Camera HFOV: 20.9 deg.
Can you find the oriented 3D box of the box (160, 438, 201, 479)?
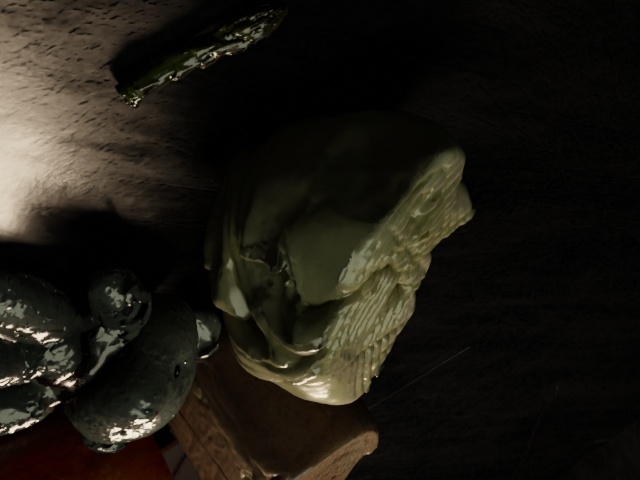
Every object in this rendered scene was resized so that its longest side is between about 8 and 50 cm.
[{"bbox_3d":[-0.168,0.488,2.380,0.318,0.348,0.257,-33,157,7],"label":"box"}]

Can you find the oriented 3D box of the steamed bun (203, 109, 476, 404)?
[{"bbox_3d":[0.000,0.000,1.736,0.320,0.206,0.275,-62,159,9],"label":"steamed bun"}]

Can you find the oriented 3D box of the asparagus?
[{"bbox_3d":[-0.100,-0.163,1.497,0.165,0.030,0.036,-27,133,2],"label":"asparagus"}]

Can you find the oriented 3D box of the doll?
[{"bbox_3d":[-0.248,0.133,1.788,0.246,0.158,0.340,-47,151,12],"label":"doll"}]

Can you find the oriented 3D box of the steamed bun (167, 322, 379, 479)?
[{"bbox_3d":[-0.051,0.210,2.065,0.199,0.251,0.301,-28,164,-23],"label":"steamed bun"}]

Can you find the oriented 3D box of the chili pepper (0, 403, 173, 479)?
[{"bbox_3d":[-0.318,0.297,2.031,0.305,0.229,0.251,-16,159,-3],"label":"chili pepper"}]
